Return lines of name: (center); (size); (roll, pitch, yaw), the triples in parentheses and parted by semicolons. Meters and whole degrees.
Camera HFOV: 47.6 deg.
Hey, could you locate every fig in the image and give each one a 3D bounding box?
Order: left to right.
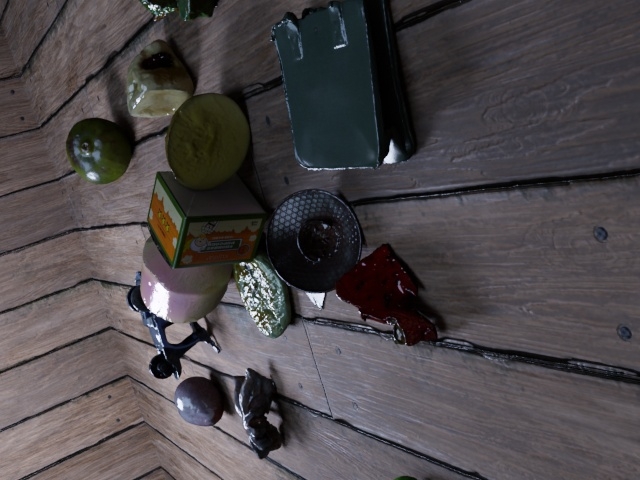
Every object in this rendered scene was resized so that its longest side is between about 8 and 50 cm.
fig: (-0.672, -0.276, 2.254); (0.203, 0.203, 0.225); (62, -169, 12)

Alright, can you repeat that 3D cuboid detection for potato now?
potato: (-0.256, -0.224, 1.558); (0.158, 0.178, 0.203); (-141, 46, -61)

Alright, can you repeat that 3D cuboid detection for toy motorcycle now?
toy motorcycle: (-0.444, 0.234, 2.172); (0.125, 0.212, 0.358); (-10, 96, 64)

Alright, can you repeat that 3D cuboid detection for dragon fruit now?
dragon fruit: (0.132, 0.103, 1.225); (0.192, 0.122, 0.092); (41, -179, 36)

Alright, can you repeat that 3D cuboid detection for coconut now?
coconut: (-0.339, 0.072, 1.853); (0.233, 0.233, 0.245); (55, 143, 23)

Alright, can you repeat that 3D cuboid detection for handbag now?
handbag: (0.029, -0.239, 1.129); (0.247, 0.079, 0.260); (9, 114, 57)

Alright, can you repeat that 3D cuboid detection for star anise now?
star anise: (-0.164, 0.462, 1.941); (0.198, 0.110, 0.257); (155, 100, -77)

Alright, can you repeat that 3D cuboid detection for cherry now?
cherry: (-0.385, 0.516, 2.330); (0.176, 0.140, 0.176); (20, 132, 24)

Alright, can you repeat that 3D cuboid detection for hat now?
hat: (0.000, 0.000, 1.355); (0.193, 0.082, 0.193); (1, 93, 23)

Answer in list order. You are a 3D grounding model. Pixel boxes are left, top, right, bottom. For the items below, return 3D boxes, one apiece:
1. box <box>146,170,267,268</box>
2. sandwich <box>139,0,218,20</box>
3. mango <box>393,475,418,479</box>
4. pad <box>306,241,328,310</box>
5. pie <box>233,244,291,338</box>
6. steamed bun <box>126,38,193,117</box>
box: (-0.252, -0.047, 1.587); (0.177, 0.195, 0.148); (52, 133, 39)
sandwich: (-0.354, -0.565, 1.487); (0.301, 0.162, 0.250); (14, 117, 54)
mango: (0.169, 0.536, 1.411); (0.119, 0.100, 0.178); (5, 109, 20)
pad: (-0.018, 0.047, 1.488); (0.116, 0.004, 0.193); (48, 146, 32)
pie: (-0.141, 0.111, 1.699); (0.240, 0.054, 0.240); (39, 139, 45)
steamed bun: (-0.386, -0.388, 1.714); (0.172, 0.141, 0.155); (-30, 69, 59)
